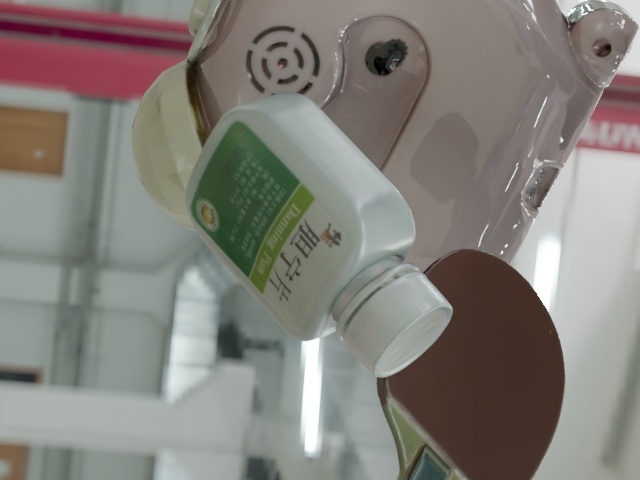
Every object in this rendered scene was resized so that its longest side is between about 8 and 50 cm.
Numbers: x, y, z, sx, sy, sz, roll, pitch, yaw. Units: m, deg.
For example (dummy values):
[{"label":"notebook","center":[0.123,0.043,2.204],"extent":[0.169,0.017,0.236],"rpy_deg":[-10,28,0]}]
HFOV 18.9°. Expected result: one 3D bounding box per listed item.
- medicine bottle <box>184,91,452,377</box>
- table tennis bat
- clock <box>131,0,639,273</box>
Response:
[{"label":"medicine bottle","center":[0.000,0.000,1.214],"extent":[0.183,0.069,0.119],"rpy_deg":[47,-50,20]},{"label":"table tennis bat","center":[0.083,0.123,1.247],"extent":[0.021,0.154,0.274],"rpy_deg":[-19,-149,47]},{"label":"clock","center":[0.044,-0.121,1.513],"extent":[0.342,0.326,0.184],"rpy_deg":[-62,175,7]}]
